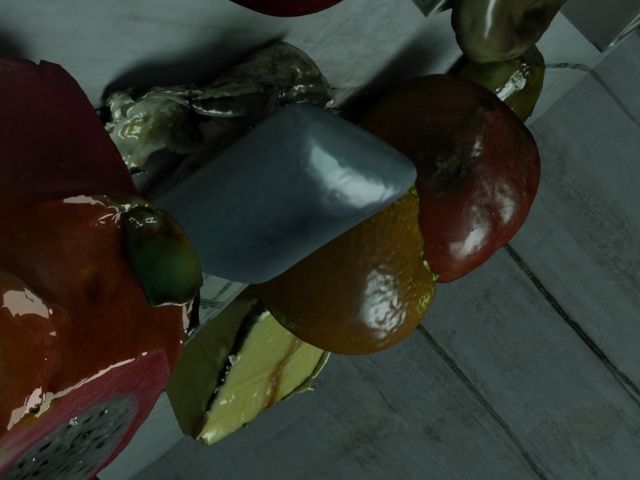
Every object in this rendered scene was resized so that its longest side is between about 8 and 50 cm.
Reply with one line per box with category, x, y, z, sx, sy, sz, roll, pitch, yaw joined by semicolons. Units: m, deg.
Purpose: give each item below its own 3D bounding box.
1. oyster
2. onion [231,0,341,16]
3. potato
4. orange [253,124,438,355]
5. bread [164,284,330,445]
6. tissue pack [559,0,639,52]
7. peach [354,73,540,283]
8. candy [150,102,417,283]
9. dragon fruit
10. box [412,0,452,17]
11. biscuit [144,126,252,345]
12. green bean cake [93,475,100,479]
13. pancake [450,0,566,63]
oyster;-0.080;-0.094;0.692;0.106;0.061;0.200;-31;172;24
onion;-0.013;-0.146;0.366;0.131;0.131;0.131;-39;173;-6
potato;0.234;-0.193;1.386;0.149;0.113;0.251;-34;173;-16
orange;0.011;0.012;1.007;0.179;0.237;0.158;9;-145;34
bread;-0.045;0.107;1.224;0.236;0.198;0.263;-26;-178;42
tissue pack;0.358;-0.333;1.086;0.246;0.136;0.159;-35;171;-34
peach;0.139;-0.079;1.138;0.232;0.232;0.257;-36;175;-29
candy;-0.033;-0.030;0.731;0.174;0.071;0.138;-31;146;31
dragon fruit;-0.178;0.056;0.471;0.290;0.189;0.290;-39;173;-5
box;0.093;-0.209;0.800;0.024;0.054;0.083;-41;174;40
biscuit;-0.116;0.011;0.870;0.309;0.079;0.186;-44;152;20
green bean cake;-0.284;0.271;1.030;0.132;0.241;0.255;-43;173;-14
pancake;0.200;-0.266;0.800;0.294;0.049;0.294;-46;161;-21
